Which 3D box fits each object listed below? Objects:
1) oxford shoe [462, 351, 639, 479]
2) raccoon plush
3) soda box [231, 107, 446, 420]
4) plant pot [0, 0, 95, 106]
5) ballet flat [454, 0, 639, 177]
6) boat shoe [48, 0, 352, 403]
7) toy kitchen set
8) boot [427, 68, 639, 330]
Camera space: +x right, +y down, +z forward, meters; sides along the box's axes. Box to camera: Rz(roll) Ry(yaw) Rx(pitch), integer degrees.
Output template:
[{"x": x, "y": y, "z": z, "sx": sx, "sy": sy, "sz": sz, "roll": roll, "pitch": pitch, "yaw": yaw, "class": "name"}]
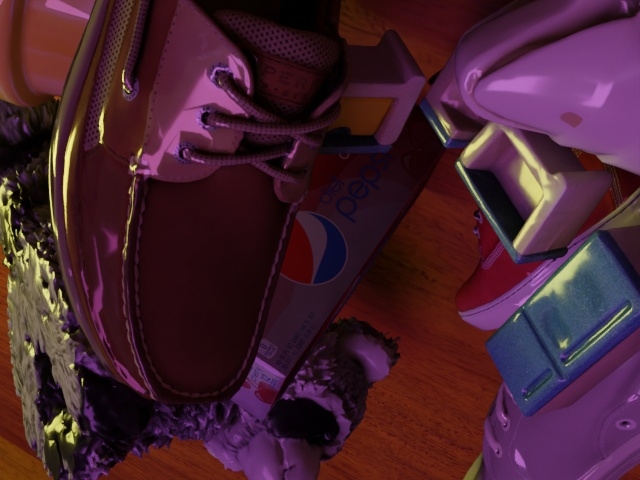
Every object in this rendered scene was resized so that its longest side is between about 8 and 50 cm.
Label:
[{"x": 0.205, "y": 0.126, "z": 0.707, "sx": 0.130, "sy": 0.169, "sz": 0.449, "roll": 32, "pitch": 140, "yaw": 4, "class": "oxford shoe"}, {"x": -0.111, "y": 0.017, "z": 0.762, "sx": 0.216, "sy": 0.299, "sz": 0.446, "roll": -23, "pitch": 78, "yaw": 56, "class": "raccoon plush"}, {"x": 0.000, "y": 0.000, "z": 0.650, "sx": 0.083, "sy": 0.263, "sz": 0.092, "roll": 32, "pitch": 146, "yaw": 6, "class": "soda box"}, {"x": -0.112, "y": -0.188, "z": 0.570, "sx": 0.239, "sy": 0.254, "sz": 0.254, "roll": 22, "pitch": 148, "yaw": -6, "class": "plant pot"}, {"x": 0.116, "y": -0.170, "z": 0.402, "sx": 0.483, "sy": 0.182, "sz": 0.164, "roll": 61, "pitch": -174, "yaw": -30, "class": "ballet flat"}, {"x": -0.050, "y": -0.080, "z": 0.409, "sx": 0.120, "sy": 0.122, "sz": 0.324, "roll": 10, "pitch": 97, "yaw": 53, "class": "boat shoe"}, {"x": 0.069, "y": -0.007, "z": 0.493, "sx": 0.207, "sy": 0.166, "sz": 0.122, "roll": 65, "pitch": 143, "yaw": 29, "class": "toy kitchen set"}, {"x": 0.132, "y": -0.039, "z": 0.652, "sx": 0.176, "sy": 0.088, "sz": 0.244, "roll": 40, "pitch": 144, "yaw": 4, "class": "boot"}]
